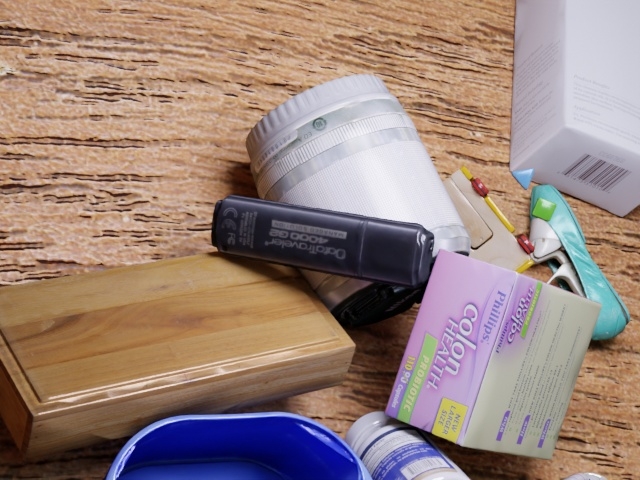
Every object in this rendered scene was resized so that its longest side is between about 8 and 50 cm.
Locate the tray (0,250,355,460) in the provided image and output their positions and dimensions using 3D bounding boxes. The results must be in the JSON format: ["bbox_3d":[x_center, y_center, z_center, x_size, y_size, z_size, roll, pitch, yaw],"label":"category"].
[{"bbox_3d":[-0.185,0.114,1.738,0.410,0.076,0.203,-10,44,-32],"label":"tray"}]

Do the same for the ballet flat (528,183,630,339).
[{"bbox_3d":[0.344,0.033,2.127,0.087,0.083,0.247,-23,75,-22],"label":"ballet flat"}]

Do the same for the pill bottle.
[{"bbox_3d":[0.102,0.283,1.786,0.112,0.112,0.186,7,19,-26],"label":"pill bottle"}]

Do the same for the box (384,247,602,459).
[{"bbox_3d":[0.217,0.145,1.853,0.243,0.117,0.214,18,91,-55],"label":"box"}]

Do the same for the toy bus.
[{"bbox_3d":[0.219,-0.005,2.060,0.190,0.104,0.202,8,92,7],"label":"toy bus"}]

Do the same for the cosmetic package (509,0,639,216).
[{"bbox_3d":[0.417,-0.260,2.278,0.217,0.156,0.385,20,55,-19],"label":"cosmetic package"}]

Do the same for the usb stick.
[{"bbox_3d":[0.000,0.000,1.782,0.045,0.278,0.077,-9,107,-67],"label":"usb stick"}]

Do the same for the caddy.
[{"bbox_3d":[-0.094,0.318,1.663,0.341,0.179,0.241,1,65,-29],"label":"caddy"}]

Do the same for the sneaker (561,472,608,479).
[{"bbox_3d":[0.320,0.356,1.934,0.252,0.103,0.111,11,54,-29],"label":"sneaker"}]

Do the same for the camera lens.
[{"bbox_3d":[0.048,-0.044,1.910,0.219,0.219,0.274,-16,73,-34],"label":"camera lens"}]
